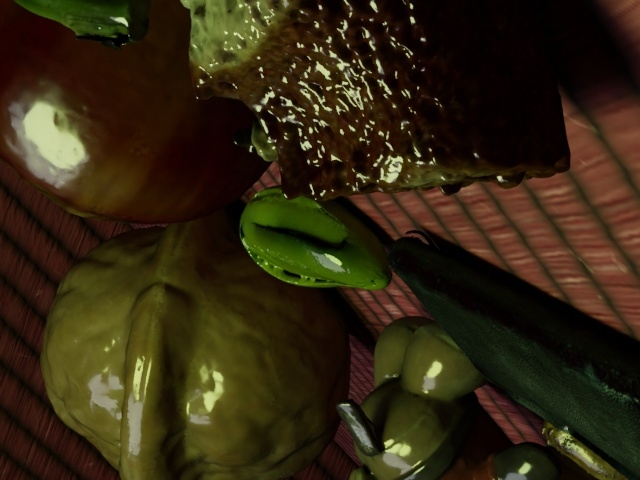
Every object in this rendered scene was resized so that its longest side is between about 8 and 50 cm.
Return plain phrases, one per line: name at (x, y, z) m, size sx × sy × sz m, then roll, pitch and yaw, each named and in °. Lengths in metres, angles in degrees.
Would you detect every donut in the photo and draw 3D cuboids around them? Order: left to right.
donut at (0.018, -0.101, 0.628) m, size 0.126 × 0.144 × 0.186 m, roll 180°, pitch 75°, yaw -69°

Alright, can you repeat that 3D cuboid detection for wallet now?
wallet at (0.176, 0.099, 1.031) m, size 0.172 × 0.045 × 0.318 m, roll 53°, pitch 168°, yaw -32°

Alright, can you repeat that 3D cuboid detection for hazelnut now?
hazelnut at (-0.089, -0.112, 0.831) m, size 0.208 × 0.208 × 0.208 m, roll 43°, pitch 171°, yaw 8°

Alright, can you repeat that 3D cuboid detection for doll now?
doll at (0.148, 0.220, 1.302) m, size 0.330 × 0.174 × 0.235 m, roll 46°, pitch 165°, yaw -7°

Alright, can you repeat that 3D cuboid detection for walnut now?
walnut at (-0.136, 0.132, 1.734) m, size 0.383 × 0.383 × 0.383 m, roll 43°, pitch 171°, yaw 8°

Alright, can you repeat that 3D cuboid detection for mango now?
mango at (0.000, 0.000, 1.280) m, size 0.165 × 0.074 × 0.091 m, roll 19°, pitch 151°, yaw 40°

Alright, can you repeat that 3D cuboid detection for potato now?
potato at (0.207, 0.153, 1.154) m, size 0.083 × 0.040 × 0.051 m, roll 32°, pitch -157°, yaw 20°

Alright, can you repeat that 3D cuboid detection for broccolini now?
broccolini at (-0.127, -0.187, 0.737) m, size 0.062 × 0.123 × 0.271 m, roll 20°, pitch -155°, yaw -47°
